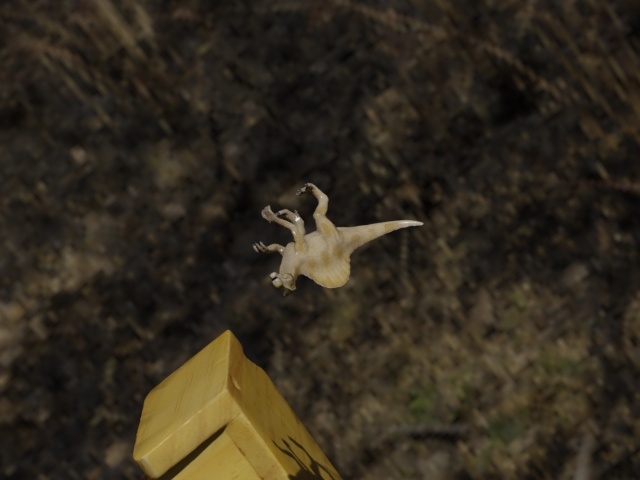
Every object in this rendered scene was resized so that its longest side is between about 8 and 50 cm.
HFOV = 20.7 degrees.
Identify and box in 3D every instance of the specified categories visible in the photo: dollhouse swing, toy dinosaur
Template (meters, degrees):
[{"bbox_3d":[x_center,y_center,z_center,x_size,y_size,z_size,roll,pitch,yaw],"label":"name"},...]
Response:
[{"bbox_3d":[-0.121,0.349,1.847,0.305,0.347,0.315,-35,12,6],"label":"dollhouse swing"},{"bbox_3d":[0.000,0.000,1.565,0.183,0.092,0.053,-27,-15,-41],"label":"toy dinosaur"}]
